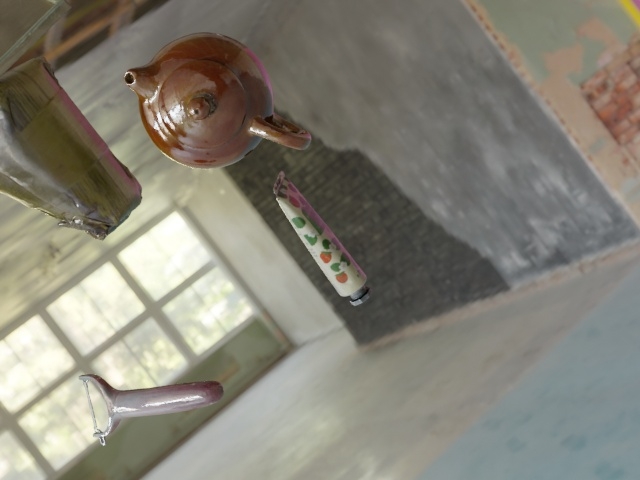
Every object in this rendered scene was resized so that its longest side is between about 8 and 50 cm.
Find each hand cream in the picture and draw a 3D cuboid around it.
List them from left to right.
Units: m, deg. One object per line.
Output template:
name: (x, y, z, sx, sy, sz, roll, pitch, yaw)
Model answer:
hand cream: (0.000, 0.000, 1.987, 0.059, 0.276, 0.095, -29, 19, 20)

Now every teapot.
teapot: (-0.132, -0.169, 1.435, 0.135, 0.252, 0.178, -80, 12, -73)

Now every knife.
knife: (-0.277, 0.266, 1.770, 0.277, 0.123, 0.053, -10, 10, 31)

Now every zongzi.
zongzi: (-0.440, -0.091, 1.641, 0.300, 0.274, 0.145, -27, 18, 35)

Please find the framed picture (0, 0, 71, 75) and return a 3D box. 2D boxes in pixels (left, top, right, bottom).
framed picture: (-0.724, -0.353, 2.173, 0.446, 0.028, 0.326, -48, 47, -11)
